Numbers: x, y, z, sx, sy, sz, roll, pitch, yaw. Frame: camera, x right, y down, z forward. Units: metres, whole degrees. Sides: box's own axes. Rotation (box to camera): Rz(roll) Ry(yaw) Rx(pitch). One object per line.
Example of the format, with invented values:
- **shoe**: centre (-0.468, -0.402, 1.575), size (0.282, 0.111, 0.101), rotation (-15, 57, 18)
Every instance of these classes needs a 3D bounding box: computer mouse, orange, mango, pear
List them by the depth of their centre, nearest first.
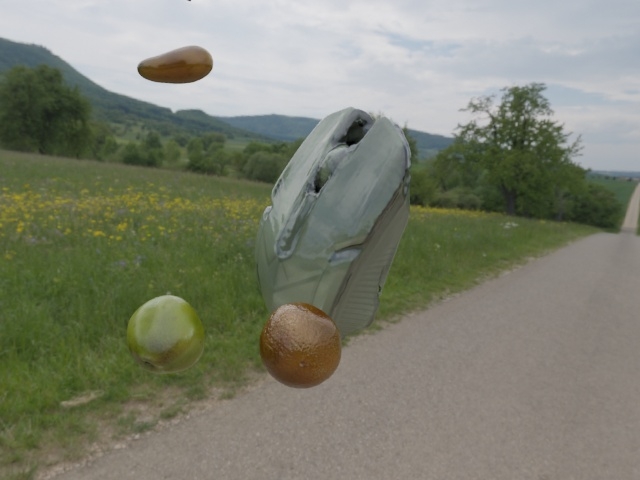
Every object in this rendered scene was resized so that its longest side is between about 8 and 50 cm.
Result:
- **orange**: centre (-0.018, 0.095, 0.421), size (0.085, 0.084, 0.085), rotation (5, 9, -1)
- **pear**: centre (-0.182, 0.111, 0.526), size (0.092, 0.092, 0.097), rotation (6, 9, 2)
- **computer mouse**: centre (-0.001, -0.002, 0.739), size (0.228, 0.428, 0.146), rotation (31, 20, 36)
- **mango**: centre (-0.356, -0.428, 1.122), size (0.184, 0.084, 0.102), rotation (-21, 19, -18)
